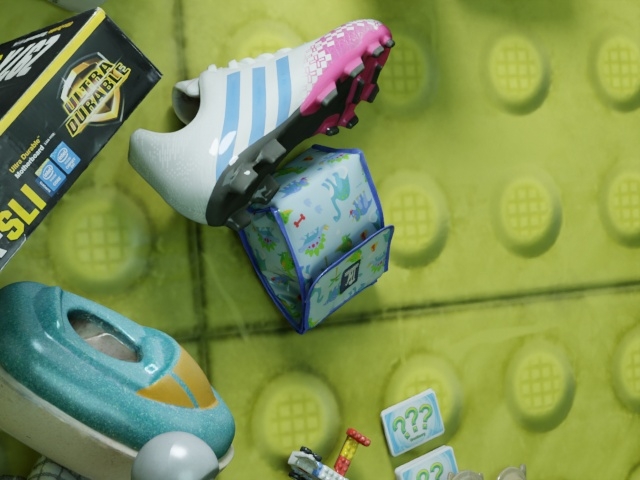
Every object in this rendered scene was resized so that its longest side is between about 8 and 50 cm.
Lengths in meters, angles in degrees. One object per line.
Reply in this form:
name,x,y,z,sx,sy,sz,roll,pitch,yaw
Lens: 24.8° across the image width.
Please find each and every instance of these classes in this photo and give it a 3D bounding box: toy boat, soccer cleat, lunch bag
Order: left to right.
toy boat,-0.162,0.150,1.215,0.267,0.318,0.148,29,107,-28
soccer cleat,-0.053,-0.142,1.408,0.143,0.116,0.331,32,48,14
lunch bag,0.000,0.000,1.448,0.129,0.096,0.151,-35,120,-30

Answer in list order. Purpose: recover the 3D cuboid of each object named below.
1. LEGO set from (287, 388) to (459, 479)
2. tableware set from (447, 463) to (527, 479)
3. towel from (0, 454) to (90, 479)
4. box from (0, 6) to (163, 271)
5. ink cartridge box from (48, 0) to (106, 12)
LEGO set,0.060,0.275,1.487,0.244,0.060,0.183,-18,97,-34
tableware set,0.184,0.314,1.573,0.168,0.020,0.141,0,88,-42
towel,-0.193,0.353,1.235,0.284,0.121,0.235,50,20,-22
box,-0.288,-0.047,1.135,0.079,0.322,0.257,47,66,-22
ink cartridge box,-0.182,-0.379,1.271,0.129,0.223,0.308,23,75,-28
